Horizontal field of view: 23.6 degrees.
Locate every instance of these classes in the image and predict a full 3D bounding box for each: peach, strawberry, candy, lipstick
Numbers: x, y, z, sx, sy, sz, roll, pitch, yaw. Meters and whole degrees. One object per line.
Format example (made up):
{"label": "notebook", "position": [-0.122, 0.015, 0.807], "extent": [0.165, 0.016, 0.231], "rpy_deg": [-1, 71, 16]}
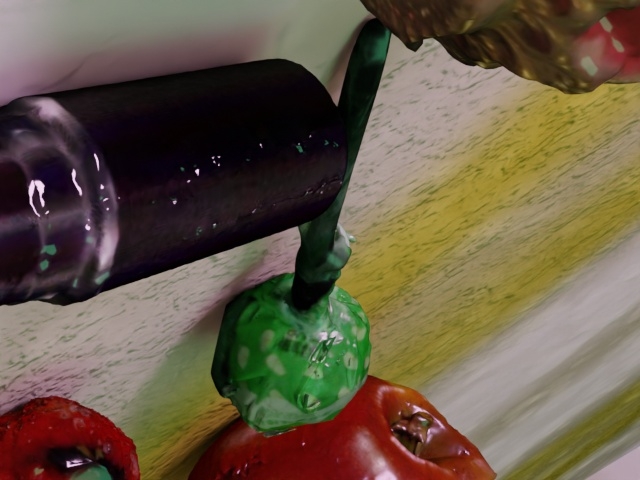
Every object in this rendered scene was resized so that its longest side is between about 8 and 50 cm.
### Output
{"label": "peach", "position": [-0.027, 0.202, 1.130], "extent": [0.267, 0.154, 0.159], "rpy_deg": [-37, 173, 40]}
{"label": "strawberry", "position": [-0.149, 0.129, 0.846], "extent": [0.106, 0.106, 0.106], "rpy_deg": [-31, 162, -12]}
{"label": "candy", "position": [0.002, 0.000, 0.818], "extent": [0.097, 0.097, 0.323], "rpy_deg": [-25, 153, -26]}
{"label": "lipstick", "position": [-0.110, -0.012, 0.560], "extent": [0.299, 0.081, 0.081], "rpy_deg": [-18, 155, -45]}

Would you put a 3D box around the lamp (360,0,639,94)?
{"label": "lamp", "position": [0.127, -0.156, 0.487], "extent": [0.274, 0.177, 0.177], "rpy_deg": [-26, 160, -19]}
